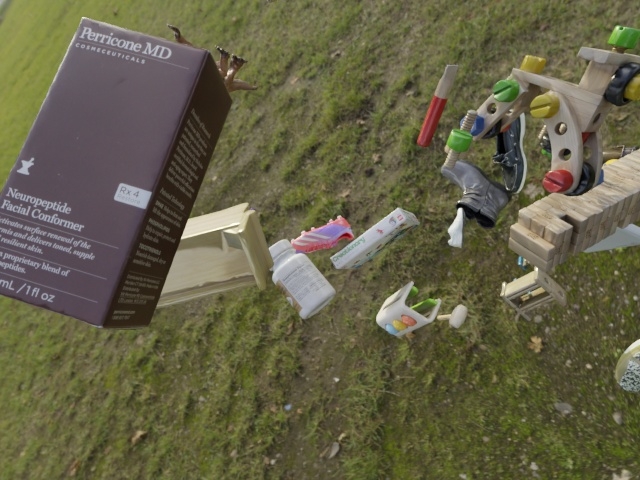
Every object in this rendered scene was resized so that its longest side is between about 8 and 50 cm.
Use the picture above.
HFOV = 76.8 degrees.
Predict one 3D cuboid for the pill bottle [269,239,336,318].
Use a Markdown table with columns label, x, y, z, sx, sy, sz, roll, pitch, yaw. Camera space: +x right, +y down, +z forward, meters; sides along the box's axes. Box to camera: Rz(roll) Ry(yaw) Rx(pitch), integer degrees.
| label | x | y | z | sx | sy | sz | roll | pitch | yaw |
| --- | --- | --- | --- | --- | --- | --- | --- | --- | --- |
| pill bottle | -0.071 | 0.114 | 1.236 | 0.131 | 0.131 | 0.229 | -44 | 75 | 12 |

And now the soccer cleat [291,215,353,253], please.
| label | x | y | z | sx | sy | sz | roll | pitch | yaw |
| --- | --- | --- | --- | --- | --- | --- | --- | --- | --- |
| soccer cleat | 0.000 | 0.000 | 1.401 | 0.248 | 0.083 | 0.095 | -27 | 75 | -21 |

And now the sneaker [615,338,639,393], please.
| label | x | y | z | sx | sy | sz | roll | pitch | yaw |
| --- | --- | --- | --- | --- | --- | --- | --- | --- | --- |
| sneaker | 0.886 | 0.323 | 0.963 | 0.158 | 0.410 | 0.182 | 43 | 57 | 9 |

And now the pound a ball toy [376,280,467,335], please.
| label | x | y | z | sx | sy | sz | roll | pitch | yaw |
| --- | --- | --- | --- | --- | --- | --- | --- | --- | --- |
| pound a ball toy | 0.347 | 0.280 | 1.452 | 0.135 | 0.208 | 0.319 | -57 | -2 | -25 |

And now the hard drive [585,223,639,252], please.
| label | x | y | z | sx | sy | sz | roll | pitch | yaw |
| --- | --- | --- | --- | --- | --- | --- | --- | --- | --- |
| hard drive | 0.954 | -0.032 | 1.444 | 0.233 | 0.353 | 0.047 | -21 | 58 | 60 |

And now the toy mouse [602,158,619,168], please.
| label | x | y | z | sx | sy | sz | roll | pitch | yaw |
| --- | --- | --- | --- | --- | --- | --- | --- | --- | --- |
| toy mouse | 0.641 | -0.129 | 0.947 | 0.161 | 0.143 | 0.031 | -22 | 57 | -17 |

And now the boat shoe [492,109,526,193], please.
| label | x | y | z | sx | sy | sz | roll | pitch | yaw |
| --- | --- | --- | --- | --- | --- | --- | --- | --- | --- |
| boat shoe | 0.757 | -0.359 | 1.646 | 0.127 | 0.113 | 0.340 | -132 | 39 | -76 |

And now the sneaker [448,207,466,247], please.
| label | x | y | z | sx | sy | sz | roll | pitch | yaw |
| --- | --- | --- | --- | --- | --- | --- | --- | --- | --- |
| sneaker | 0.520 | -0.050 | 1.546 | 0.061 | 0.054 | 0.152 | 6 | 90 | 34 |

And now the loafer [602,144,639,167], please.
| label | x | y | z | sx | sy | sz | roll | pitch | yaw |
| --- | --- | --- | --- | --- | --- | --- | --- | --- | --- |
| loafer | 0.819 | -0.223 | 1.140 | 0.078 | 0.220 | 0.080 | 12 | 96 | 18 |

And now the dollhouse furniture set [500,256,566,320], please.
| label | x | y | z | sx | sy | sz | roll | pitch | yaw |
| --- | --- | --- | --- | --- | --- | --- | --- | --- | --- |
| dollhouse furniture set | 0.676 | 0.131 | 1.276 | 0.129 | 0.129 | 0.183 | -44 | 7 | 44 |

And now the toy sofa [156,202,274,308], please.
| label | x | y | z | sx | sy | sz | roll | pitch | yaw |
| --- | --- | --- | --- | --- | --- | --- | --- | --- | --- |
| toy sofa | -0.300 | 0.047 | 0.921 | 0.363 | 0.150 | 0.177 | -14 | 24 | 4 |

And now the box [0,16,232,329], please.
| label | x | y | z | sx | sy | sz | roll | pitch | yaw |
| --- | --- | --- | --- | --- | --- | --- | --- | --- | --- |
| box | -0.282 | -0.086 | 0.562 | 0.191 | 0.143 | 0.381 | 15 | 78 | 4 |

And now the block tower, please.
| label | x | y | z | sx | sy | sz | roll | pitch | yaw |
| --- | --- | --- | --- | --- | --- | --- | --- | --- | --- |
| block tower | 0.529 | -0.066 | 0.768 | 0.335 | 0.091 | 0.097 | -27 | 41 | -10 |

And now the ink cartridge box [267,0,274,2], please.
| label | x | y | z | sx | sy | sz | roll | pitch | yaw |
| --- | --- | --- | --- | --- | --- | --- | --- | --- | --- |
| ink cartridge box | -0.062 | -0.538 | 0.698 | 0.088 | 0.193 | 0.234 | -24 | 18 | 42 |

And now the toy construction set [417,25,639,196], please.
| label | x | y | z | sx | sy | sz | roll | pitch | yaw |
| --- | --- | --- | --- | --- | --- | --- | --- | --- | --- |
| toy construction set | 0.341 | -0.233 | 0.647 | 0.257 | 0.309 | 0.237 | -95 | 13 | -48 |

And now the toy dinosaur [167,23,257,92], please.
| label | x | y | z | sx | sy | sz | roll | pitch | yaw |
| --- | --- | --- | --- | --- | --- | --- | --- | --- | --- |
| toy dinosaur | -0.276 | -0.352 | 0.939 | 0.127 | 0.296 | 0.200 | 30 | 109 | 15 |

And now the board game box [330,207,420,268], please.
| label | x | y | z | sx | sy | sz | roll | pitch | yaw |
| --- | --- | --- | --- | --- | --- | --- | --- | --- | --- |
| board game box | 0.201 | 0.001 | 1.461 | 0.305 | 0.193 | 0.053 | -37 | 72 | 20 |

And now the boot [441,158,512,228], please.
| label | x | y | z | sx | sy | sz | roll | pitch | yaw |
| --- | --- | --- | --- | --- | --- | --- | --- | --- | --- |
| boot | 0.630 | -0.208 | 1.722 | 0.338 | 0.118 | 0.223 | 34 | 57 | 22 |
